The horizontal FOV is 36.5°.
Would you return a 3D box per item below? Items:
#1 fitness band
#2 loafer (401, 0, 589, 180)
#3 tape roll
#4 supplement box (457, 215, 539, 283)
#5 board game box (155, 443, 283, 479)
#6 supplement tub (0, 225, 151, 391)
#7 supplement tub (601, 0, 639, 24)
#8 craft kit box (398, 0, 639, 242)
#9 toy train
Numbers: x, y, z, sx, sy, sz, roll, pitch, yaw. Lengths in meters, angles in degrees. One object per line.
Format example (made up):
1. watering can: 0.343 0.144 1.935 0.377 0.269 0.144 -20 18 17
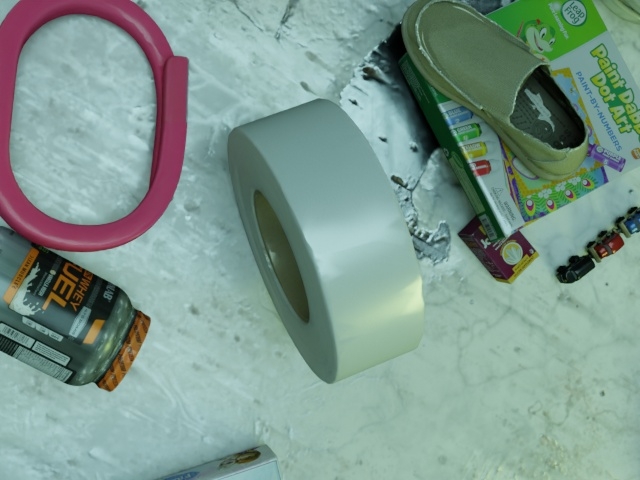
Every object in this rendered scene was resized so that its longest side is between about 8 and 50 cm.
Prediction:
1. fitness band: -0.247 -0.131 1.023 0.208 0.054 0.291 7 78 -20
2. loafer: 0.207 -0.181 1.087 0.268 0.092 0.102 41 77 -3
3. tape roll: 0.000 0.000 1.011 0.100 0.286 0.286 -22 98 -13
4. supplement box: 0.219 0.005 1.195 0.055 0.043 0.083 -44 102 -9
5. board game box: -0.165 0.432 1.096 0.318 0.066 0.318 -15 97 -14
6. supplement tub: -0.283 0.077 1.020 0.190 0.117 0.117 30 85 -16
7. supplement tub: 0.468 -0.370 1.100 0.235 0.325 0.236 -1 93 -16
8. craft kit box: 0.258 -0.161 1.169 0.246 0.061 0.250 -27 88 -16
9. toy train: 0.367 0.004 1.240 0.158 0.036 0.027 -37 102 -11
